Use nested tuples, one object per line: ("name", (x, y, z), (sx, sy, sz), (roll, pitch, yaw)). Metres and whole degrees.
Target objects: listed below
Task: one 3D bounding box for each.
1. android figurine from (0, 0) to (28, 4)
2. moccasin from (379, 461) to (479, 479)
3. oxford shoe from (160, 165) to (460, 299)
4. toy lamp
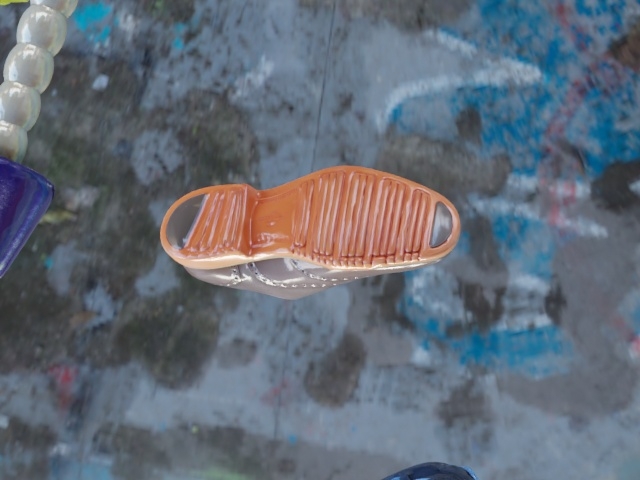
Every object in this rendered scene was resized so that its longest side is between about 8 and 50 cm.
("android figurine", (-0.411, -0.282, 1.607), (0.248, 0.273, 0.056), (-1, 94, 2))
("moccasin", (-0.003, 0.310, 1.466), (0.342, 0.117, 0.137), (-38, 71, 7))
("oxford shoe", (0.000, 0.000, 1.770), (0.364, 0.130, 0.132), (1, 150, 25))
("toy lamp", (-0.174, -0.110, 0.918), (0.080, 0.080, 0.274), (20, 78, -9))
